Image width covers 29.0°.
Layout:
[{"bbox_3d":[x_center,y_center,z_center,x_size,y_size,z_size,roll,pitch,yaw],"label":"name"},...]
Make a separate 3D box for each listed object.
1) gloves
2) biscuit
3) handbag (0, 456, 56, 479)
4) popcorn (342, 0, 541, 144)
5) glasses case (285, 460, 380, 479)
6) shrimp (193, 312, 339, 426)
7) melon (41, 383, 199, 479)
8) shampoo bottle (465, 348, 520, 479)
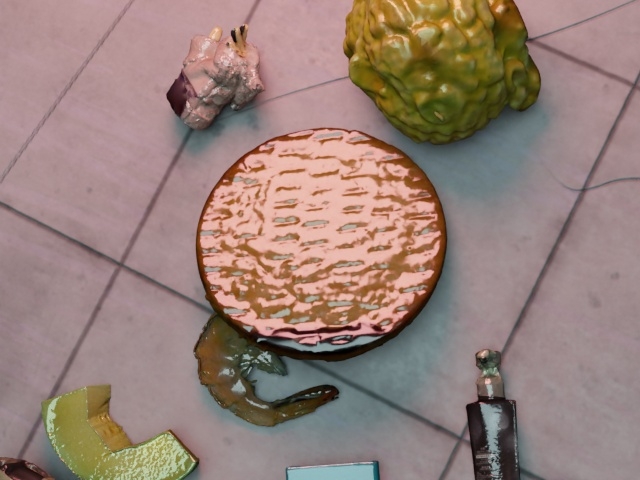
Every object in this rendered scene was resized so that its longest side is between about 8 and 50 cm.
[{"bbox_3d":[-0.132,-0.210,1.609,0.144,0.094,0.110,-28,52,25],"label":"gloves"},{"bbox_3d":[0.000,0.000,1.547,0.318,0.040,0.317,-2,67,4],"label":"biscuit"},{"bbox_3d":[-0.319,0.433,1.493,0.316,0.109,0.253,27,104,21],"label":"handbag"},{"bbox_3d":[0.156,-0.238,1.524,0.252,0.206,0.236,10,65,-21],"label":"popcorn"},{"bbox_3d":[0.025,0.422,1.498,0.117,0.070,0.301,-4,79,2],"label":"glasses case"},{"bbox_3d":[-0.037,0.149,1.558,0.253,0.058,0.173,0,87,9],"label":"shrimp"},{"bbox_3d":[-0.259,0.256,1.568,0.209,0.064,0.118,39,89,15],"label":"melon"},{"bbox_3d":[0.211,0.236,1.498,0.057,0.063,0.207,-4,80,-1],"label":"shampoo bottle"}]
